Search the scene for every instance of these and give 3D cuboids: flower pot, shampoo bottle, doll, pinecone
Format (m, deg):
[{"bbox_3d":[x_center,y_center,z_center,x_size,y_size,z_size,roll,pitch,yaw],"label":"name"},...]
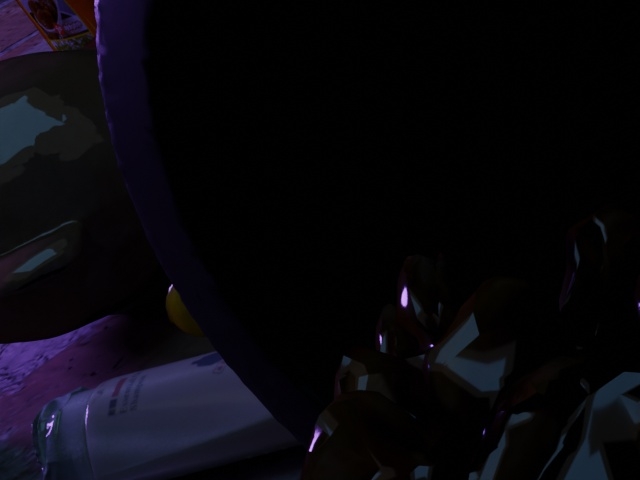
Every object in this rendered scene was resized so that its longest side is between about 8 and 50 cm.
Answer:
[{"bbox_3d":[0.136,-0.085,0.691,0.294,0.293,0.330,-10,18,44],"label":"flower pot"},{"bbox_3d":[-0.030,0.068,0.847,0.212,0.049,0.072,-19,24,27],"label":"shampoo bottle"},{"bbox_3d":[-0.104,-0.063,1.116,0.330,0.174,0.235,-36,28,-26],"label":"doll"},{"bbox_3d":[0.079,0.104,0.362,0.221,0.221,0.221,-25,18,9],"label":"pinecone"}]

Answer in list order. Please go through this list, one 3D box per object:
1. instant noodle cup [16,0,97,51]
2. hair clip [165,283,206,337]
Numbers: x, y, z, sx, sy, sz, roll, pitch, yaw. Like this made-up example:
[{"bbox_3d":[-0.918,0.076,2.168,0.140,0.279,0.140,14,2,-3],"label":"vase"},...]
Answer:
[{"bbox_3d":[-0.086,-0.159,1.333,0.230,0.182,0.230,-25,18,9],"label":"instant noodle cup"},{"bbox_3d":[0.000,0.000,0.972,0.173,0.072,0.046,-29,44,-22],"label":"hair clip"}]
